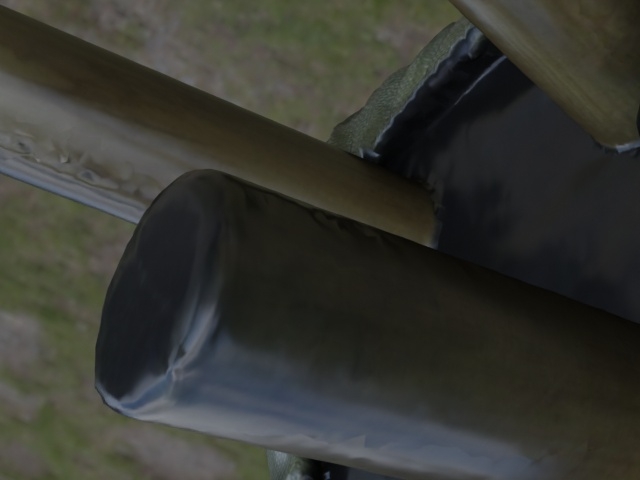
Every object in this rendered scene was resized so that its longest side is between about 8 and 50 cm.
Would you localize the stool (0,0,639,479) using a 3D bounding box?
[{"bbox_3d":[0.000,0.000,0.582,0.226,0.310,0.310,24,140,-27],"label":"stool"}]
